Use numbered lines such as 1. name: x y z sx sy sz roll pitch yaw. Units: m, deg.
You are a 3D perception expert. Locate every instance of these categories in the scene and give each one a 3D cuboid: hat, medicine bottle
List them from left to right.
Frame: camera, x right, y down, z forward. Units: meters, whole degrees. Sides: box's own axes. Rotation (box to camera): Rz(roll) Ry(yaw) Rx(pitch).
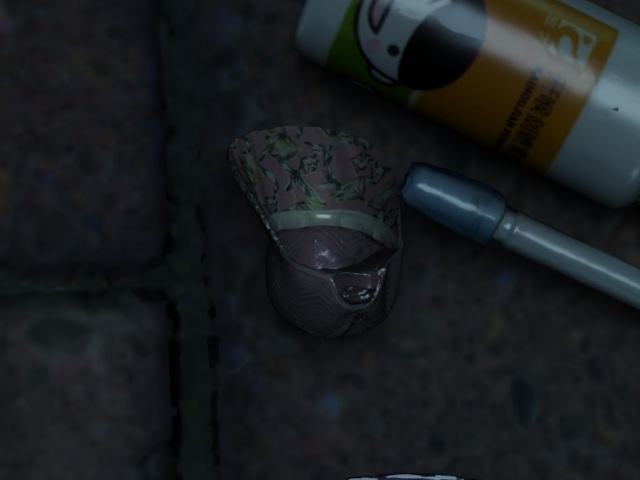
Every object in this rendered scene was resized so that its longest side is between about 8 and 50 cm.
1. hat: -0.002 -0.001 0.603 0.058 0.042 0.087 -8 47 -27
2. medicine bottle: 0.093 -0.030 0.597 0.221 0.061 0.092 26 86 1

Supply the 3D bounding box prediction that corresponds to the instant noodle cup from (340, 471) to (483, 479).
1. instant noodle cup: 0.035 0.187 0.492 0.251 0.190 0.251 0 81 -2
